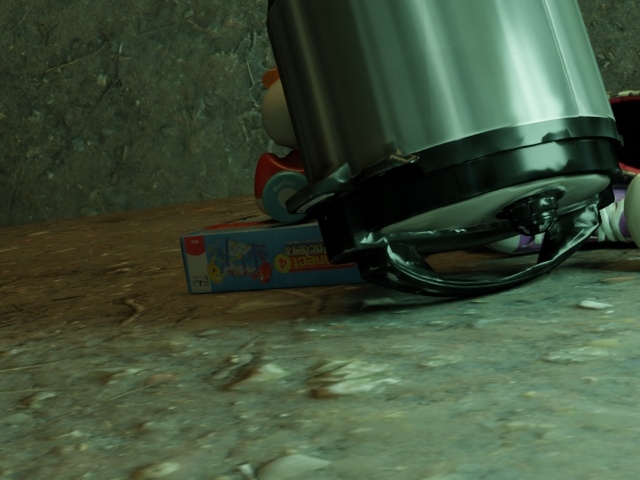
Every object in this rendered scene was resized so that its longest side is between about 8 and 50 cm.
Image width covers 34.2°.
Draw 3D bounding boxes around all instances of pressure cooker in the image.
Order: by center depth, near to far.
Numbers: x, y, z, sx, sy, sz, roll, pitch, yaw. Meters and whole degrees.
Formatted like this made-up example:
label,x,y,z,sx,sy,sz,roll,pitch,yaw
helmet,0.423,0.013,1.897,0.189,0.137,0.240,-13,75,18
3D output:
label,x,y,z,sx,sy,sz,roll,pitch,yaw
pressure cooker,0.144,-0.142,1.214,0.369,0.420,0.375,-18,-10,16

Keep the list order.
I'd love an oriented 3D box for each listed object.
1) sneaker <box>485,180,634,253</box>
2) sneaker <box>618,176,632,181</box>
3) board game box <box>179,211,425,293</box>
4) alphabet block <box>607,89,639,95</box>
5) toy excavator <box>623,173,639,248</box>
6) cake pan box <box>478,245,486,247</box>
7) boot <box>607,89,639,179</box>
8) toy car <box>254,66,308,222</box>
label,x,y,z,sx,sy,sz,roll,pitch,yaw
sneaker,0.360,-0.035,1.397,0.282,0.102,0.161,-9,10,-13
sneaker,0.534,-0.111,1.682,0.228,0.086,0.132,18,6,-26
board game box,0.000,0.000,1.560,0.308,0.086,0.302,-5,8,24
alphabet block,0.514,-0.179,2.006,0.192,0.197,0.193,-9,7,-8
toy excavator,0.563,-0.100,1.023,0.222,0.433,0.445,-14,37,-42
cake pan box,0.237,-0.157,1.536,0.070,0.267,0.246,1,41,-21
boot,0.547,-0.128,1.450,0.377,0.138,0.284,15,7,27
toy car,-0.002,-0.159,1.510,0.210,0.238,0.219,-8,7,2
